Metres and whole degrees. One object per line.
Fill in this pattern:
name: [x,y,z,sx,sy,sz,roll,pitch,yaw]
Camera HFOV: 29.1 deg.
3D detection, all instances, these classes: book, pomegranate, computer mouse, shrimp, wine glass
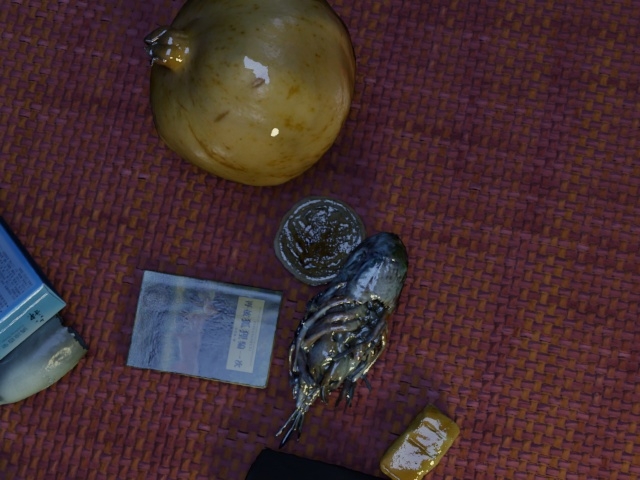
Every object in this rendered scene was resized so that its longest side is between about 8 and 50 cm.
book: [-0.184,0.140,1.962,0.228,0.024,0.160,9,78,4]
pomegranate: [-0.114,-0.250,1.867,0.342,0.342,0.342,0,80,1]
computer mouse: [0.005,0.423,1.870,0.269,0.100,0.170,12,78,3]
shrimp: [0.014,0.145,1.887,0.172,0.137,0.372,33,76,-32]
wine glass: [-0.452,0.302,1.938,0.309,0.096,0.264,-40,105,-6]

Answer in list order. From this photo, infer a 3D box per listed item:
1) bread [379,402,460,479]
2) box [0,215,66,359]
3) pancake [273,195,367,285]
bread: [0.153,0.320,1.906,0.074,0.053,0.132,43,86,8]
box: [-0.518,0.057,1.916,0.142,0.083,0.232,-40,60,-6]
pancake: [0.000,0.000,1.980,0.152,0.025,0.151,0,79,0]
